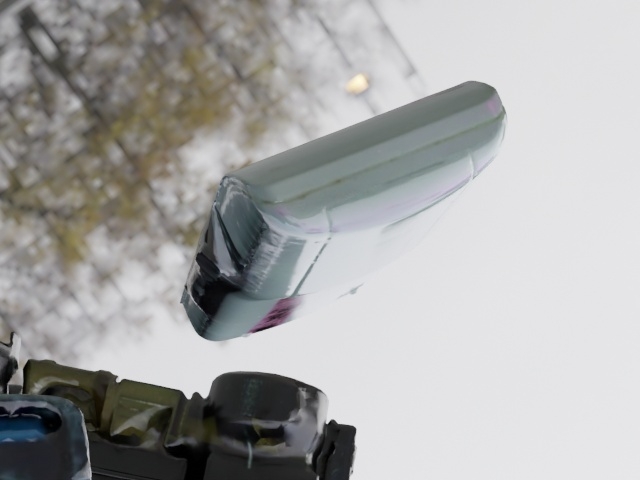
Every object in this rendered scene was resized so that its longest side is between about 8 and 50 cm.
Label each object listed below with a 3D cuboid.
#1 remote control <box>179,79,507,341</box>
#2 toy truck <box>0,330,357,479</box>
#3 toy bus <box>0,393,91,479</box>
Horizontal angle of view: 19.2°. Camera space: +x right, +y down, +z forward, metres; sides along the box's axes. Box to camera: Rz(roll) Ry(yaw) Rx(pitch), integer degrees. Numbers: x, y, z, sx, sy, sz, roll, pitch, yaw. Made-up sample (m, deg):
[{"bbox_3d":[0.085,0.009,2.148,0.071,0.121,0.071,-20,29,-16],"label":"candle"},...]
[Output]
[{"bbox_3d":[0.000,0.000,0.482,0.065,0.029,0.166,-22,171,-13],"label":"remote control"},{"bbox_3d":[-0.118,0.109,0.760,0.127,0.257,0.127,83,17,-67],"label":"toy truck"},{"bbox_3d":[-0.076,0.127,0.330,0.090,0.184,0.106,-6,166,-22],"label":"toy bus"}]
